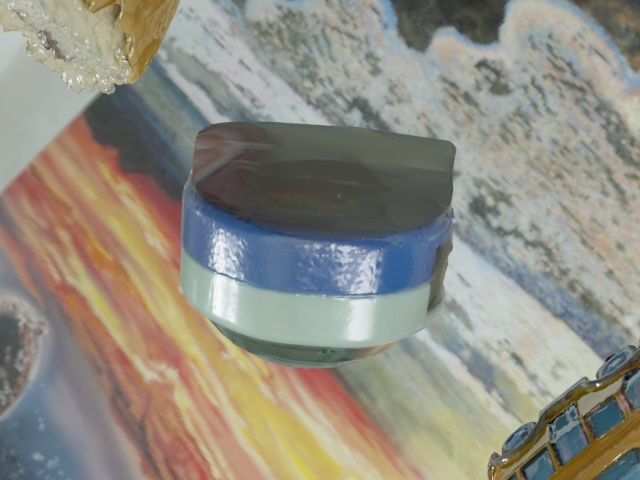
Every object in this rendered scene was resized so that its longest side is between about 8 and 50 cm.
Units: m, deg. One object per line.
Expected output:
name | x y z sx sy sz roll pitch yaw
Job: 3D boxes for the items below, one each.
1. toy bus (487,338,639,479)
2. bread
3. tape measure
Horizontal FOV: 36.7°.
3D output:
toy bus | 0.237 0.182 0.763 0.126 0.209 0.136 47 -165 0
bread | -0.121 -0.143 0.511 0.082 0.106 0.125 26 170 29
tape measure | 0.000 0.000 0.904 0.259 0.138 0.262 4 -152 -1
